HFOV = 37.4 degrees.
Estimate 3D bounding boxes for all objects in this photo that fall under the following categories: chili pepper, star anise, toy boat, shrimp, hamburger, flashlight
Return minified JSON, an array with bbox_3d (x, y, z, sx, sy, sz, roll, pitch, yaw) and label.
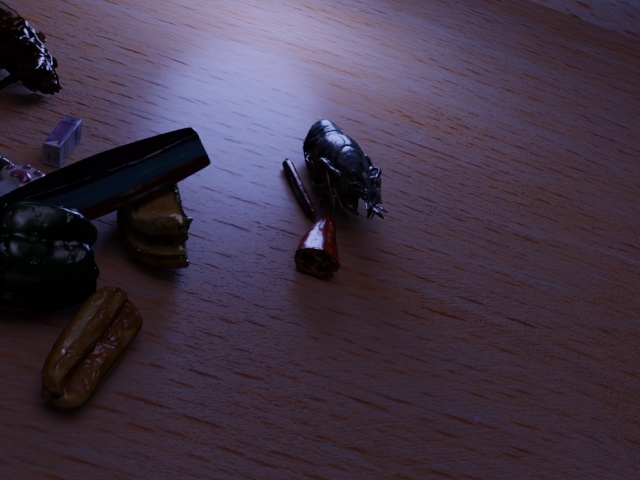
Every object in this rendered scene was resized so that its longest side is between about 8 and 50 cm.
[{"bbox_3d":[0.004,-0.001,1.823,0.088,0.065,0.169,21,33,-3],"label":"chili pepper"},{"bbox_3d":[-0.623,-0.357,1.877,0.237,0.148,0.346,54,21,-32],"label":"star anise"},{"bbox_3d":[-0.381,-0.097,1.622,0.392,0.079,0.136,-24,40,-19],"label":"toy boat"},{"bbox_3d":[0.069,-0.128,1.948,0.172,0.137,0.372,3,40,-29],"label":"shrimp"},{"bbox_3d":[-0.298,-0.048,1.693,0.130,0.124,0.262,-15,40,-6],"label":"hamburger"},{"bbox_3d":[-0.558,-0.079,1.647,0.093,0.047,0.200,30,37,10],"label":"flashlight"},{"bbox_3d":[-0.477,0.026,1.466,0.261,0.174,0.165,4,65,-24],"label":"chili pepper"}]

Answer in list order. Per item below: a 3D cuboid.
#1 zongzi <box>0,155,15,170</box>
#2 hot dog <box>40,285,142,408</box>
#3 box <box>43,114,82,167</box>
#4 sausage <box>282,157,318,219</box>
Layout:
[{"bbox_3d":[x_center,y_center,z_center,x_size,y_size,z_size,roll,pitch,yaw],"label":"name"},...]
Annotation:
[{"bbox_3d":[-0.612,-0.128,1.682,0.119,0.055,0.109,26,38,-13],"label":"zongzi"},{"bbox_3d":[-0.349,0.158,1.434,0.102,0.076,0.249,54,34,-21],"label":"hot dog"},{"bbox_3d":[-0.496,-0.192,1.817,0.036,0.051,0.117,13,38,1],"label":"box"},{"bbox_3d":[-0.043,-0.108,1.961,0.028,0.025,0.198,33,23,-44],"label":"sausage"}]
